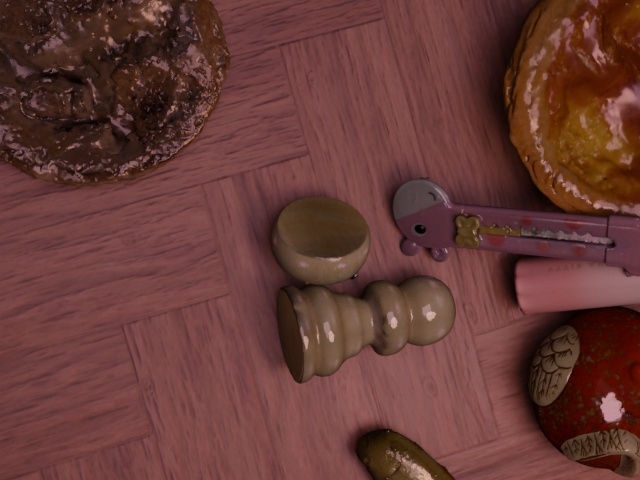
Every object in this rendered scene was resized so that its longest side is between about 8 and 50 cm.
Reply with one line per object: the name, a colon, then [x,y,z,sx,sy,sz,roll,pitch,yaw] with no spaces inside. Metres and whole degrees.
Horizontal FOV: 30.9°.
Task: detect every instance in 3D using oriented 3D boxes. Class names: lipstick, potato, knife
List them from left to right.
potato: [0.131,0.352,1.711,0.188,0.085,0.105,45,106,-4]
knife: [0.293,-0.012,1.656,0.398,0.038,0.132,6,118,18]
lipstick: [0.451,0.050,1.680,0.326,0.087,0.087,-8,92,22]

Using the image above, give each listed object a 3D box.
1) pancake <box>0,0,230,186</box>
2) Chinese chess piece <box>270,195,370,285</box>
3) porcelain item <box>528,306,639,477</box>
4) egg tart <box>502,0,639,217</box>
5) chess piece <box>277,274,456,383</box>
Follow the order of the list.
pancake: [-0.321,-0.259,1.627,0.387,0.082,0.387,0,92,-6]
Chinese chess piece: [0.000,0.000,1.659,0.144,0.144,0.058,0,133,-10]
porcelain item: [0.434,0.218,1.685,0.253,0.253,0.253,0,91,-10]
egg tart: [0.468,-0.215,1.713,0.443,0.178,0.443,0,90,-12]
chess piece: [0.075,0.116,1.674,0.251,0.144,0.144,-9,92,-14]
